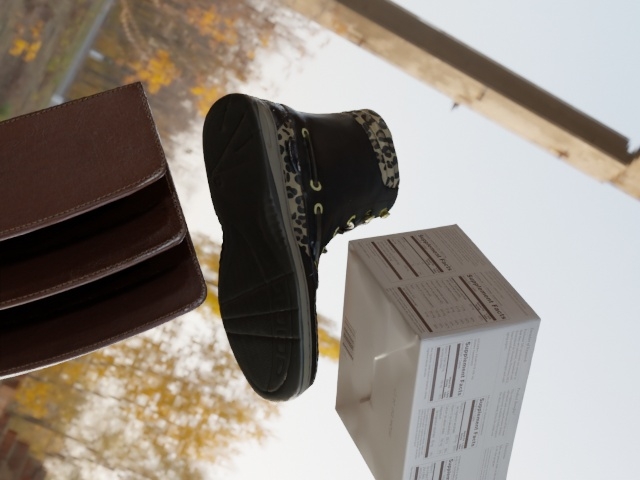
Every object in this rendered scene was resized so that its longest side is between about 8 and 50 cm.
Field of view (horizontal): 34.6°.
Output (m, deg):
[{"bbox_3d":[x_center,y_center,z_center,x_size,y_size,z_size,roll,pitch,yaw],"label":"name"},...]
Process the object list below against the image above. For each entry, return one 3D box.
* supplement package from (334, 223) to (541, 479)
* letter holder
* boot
[{"bbox_3d":[0.125,0.148,1.196,0.204,0.145,0.261,-124,-149,-51],"label":"supplement package"},{"bbox_3d":[-0.289,0.002,1.049,0.152,0.302,0.214,85,-14,-62],"label":"letter holder"},{"bbox_3d":[0.001,-0.001,0.829,0.085,0.179,0.236,-10,-91,40],"label":"boot"}]
